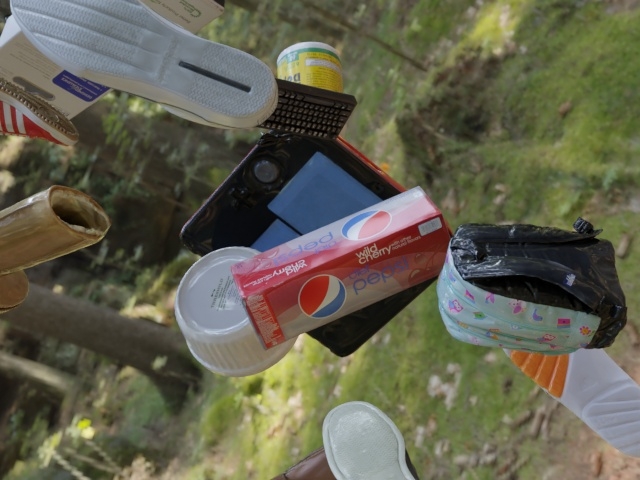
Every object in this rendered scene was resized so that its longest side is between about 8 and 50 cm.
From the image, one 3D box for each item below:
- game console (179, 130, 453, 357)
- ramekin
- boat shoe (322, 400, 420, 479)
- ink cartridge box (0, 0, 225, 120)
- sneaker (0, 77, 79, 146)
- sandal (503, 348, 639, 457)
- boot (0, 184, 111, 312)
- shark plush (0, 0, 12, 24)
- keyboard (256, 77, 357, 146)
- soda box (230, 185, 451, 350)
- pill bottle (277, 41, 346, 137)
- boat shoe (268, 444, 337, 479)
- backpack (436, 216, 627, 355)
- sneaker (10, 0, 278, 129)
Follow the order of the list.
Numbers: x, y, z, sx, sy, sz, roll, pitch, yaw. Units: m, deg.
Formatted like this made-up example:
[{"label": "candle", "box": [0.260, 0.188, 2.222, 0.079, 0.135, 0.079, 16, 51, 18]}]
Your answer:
[{"label": "game console", "box": [0.000, 0.000, 1.689, 0.342, 0.386, 0.060, -46, 15, 25]}, {"label": "ramekin", "box": [-0.139, 0.107, 1.612, 0.109, 0.207, 0.207, 63, -148, -53]}, {"label": "boat shoe", "box": [0.062, 0.254, 0.993, 0.233, 0.084, 0.079, -124, 21, -50]}, {"label": "ink cartridge box", "box": [-0.328, -0.308, 1.446, 0.370, 0.175, 0.069, -27, 51, 33]}, {"label": "sneaker", "box": [-0.272, -0.098, 0.849, 0.067, 0.118, 0.042, -55, 17, 15]}, {"label": "sandal", "box": [0.325, 0.170, 1.266, 0.102, 0.265, 0.076, -41, -15, 1]}, {"label": "boot", "box": [-0.407, 0.020, 1.391, 0.269, 0.236, 0.089, -20, 74, 20]}, {"label": "shark plush", "box": [-0.572, -0.423, 1.831, 0.161, 0.073, 0.067, 100, 148, -75]}, {"label": "keyboard", "box": [-0.039, -0.166, 1.354, 0.108, 0.180, 0.023, -53, 50, 30]}, {"label": "soda box", "box": [0.028, 0.031, 1.219, 0.263, 0.084, 0.092, -23, 29, -3]}, {"label": "pill bottle", "box": [-0.015, -0.232, 1.738, 0.117, 0.117, 0.209, 140, 131, -56]}, {"label": "boat shoe", "box": [-0.052, 0.382, 1.356, 0.307, 0.104, 0.110, -43, 60, -8]}, {"label": "backpack", "box": [0.215, 0.050, 1.041, 0.152, 0.181, 0.115, -87, 4, -54]}, {"label": "sneaker", "box": [-0.163, -0.164, 0.915, 0.094, 0.258, 0.091, -63, 1, -12]}]
